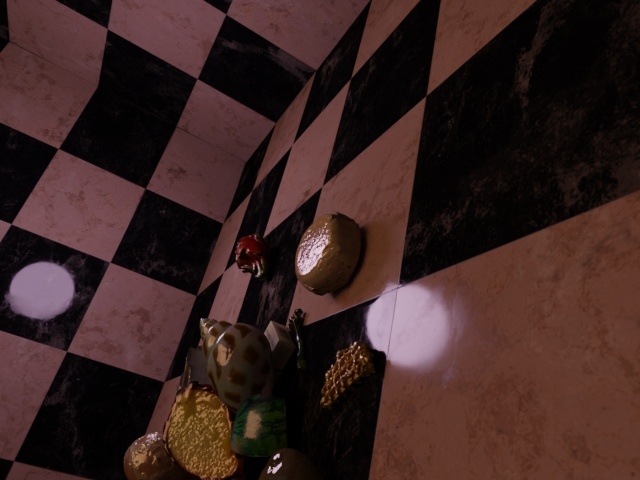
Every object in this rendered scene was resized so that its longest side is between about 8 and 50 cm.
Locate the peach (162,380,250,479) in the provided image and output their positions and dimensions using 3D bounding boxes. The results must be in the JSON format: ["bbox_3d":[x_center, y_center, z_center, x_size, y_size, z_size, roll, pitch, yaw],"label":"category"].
[{"bbox_3d":[-0.337,0.637,1.542,0.361,0.201,0.258,28,79,30],"label":"peach"}]

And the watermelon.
[{"bbox_3d":[-0.182,0.512,1.329,0.231,0.128,0.146,-6,85,24],"label":"watermelon"}]

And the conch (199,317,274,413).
[{"bbox_3d":[-0.269,0.386,1.495,0.249,0.197,0.368,-62,37,13],"label":"conch"}]

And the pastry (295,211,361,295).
[{"bbox_3d":[0.024,0.041,1.464,0.265,0.133,0.265,-50,26,35],"label":"pastry"}]

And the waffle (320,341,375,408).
[{"bbox_3d":[0.065,0.329,1.150,0.192,0.046,0.161,-30,37,57],"label":"waffle"}]

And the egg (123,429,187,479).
[{"bbox_3d":[-0.562,0.759,1.618,0.245,0.203,0.203,-12,46,22],"label":"egg"}]

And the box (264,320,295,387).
[{"bbox_3d":[-0.187,0.428,1.626,0.257,0.069,0.164,-62,20,6],"label":"box"}]

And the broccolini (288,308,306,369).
[{"bbox_3d":[-0.079,0.315,1.519,0.254,0.057,0.071,-97,-6,-60],"label":"broccolini"}]

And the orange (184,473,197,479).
[{"bbox_3d":[-0.490,0.840,1.762,0.177,0.155,0.178,-37,34,31],"label":"orange"}]

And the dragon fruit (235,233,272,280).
[{"bbox_3d":[-0.320,0.093,2.218,0.200,0.198,0.269,-35,48,34],"label":"dragon fruit"}]

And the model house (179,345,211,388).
[{"bbox_3d":[-0.436,0.601,1.824,0.298,0.243,0.284,-117,47,-70],"label":"model house"}]

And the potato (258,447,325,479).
[{"bbox_3d":[-0.064,0.580,1.031,0.178,0.160,0.235,108,162,-50],"label":"potato"}]
